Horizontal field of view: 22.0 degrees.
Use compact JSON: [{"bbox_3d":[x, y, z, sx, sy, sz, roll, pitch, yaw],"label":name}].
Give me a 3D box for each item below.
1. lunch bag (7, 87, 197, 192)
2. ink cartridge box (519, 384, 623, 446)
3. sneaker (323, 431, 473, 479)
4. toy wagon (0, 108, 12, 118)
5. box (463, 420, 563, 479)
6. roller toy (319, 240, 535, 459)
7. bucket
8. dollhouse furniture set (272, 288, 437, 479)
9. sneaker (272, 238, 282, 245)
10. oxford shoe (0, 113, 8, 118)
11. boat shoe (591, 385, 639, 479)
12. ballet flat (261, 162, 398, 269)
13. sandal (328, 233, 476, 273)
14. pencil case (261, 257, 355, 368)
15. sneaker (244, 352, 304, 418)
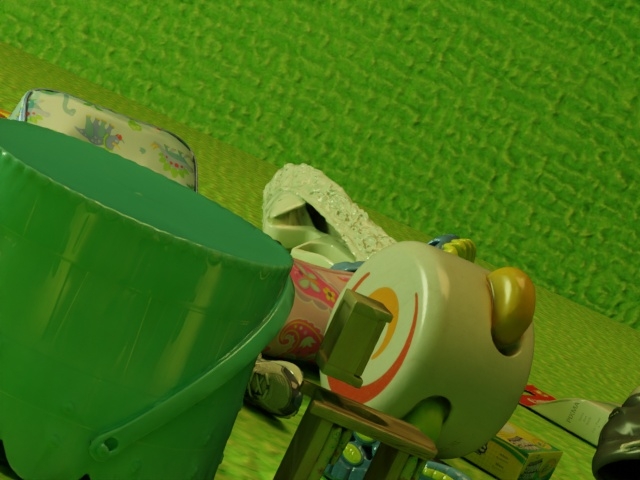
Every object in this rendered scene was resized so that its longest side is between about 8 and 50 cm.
[{"bbox_3d":[-0.240,-0.052,1.744,0.219,0.090,0.176,19,49,-29],"label":"lunch bag"},{"bbox_3d":[0.349,0.221,2.180,0.225,0.056,0.181,31,9,29],"label":"ink cartridge box"},{"bbox_3d":[0.061,0.195,1.370,0.188,0.067,0.078,27,-14,33],"label":"sneaker"},{"bbox_3d":[-0.360,-0.093,1.974,0.344,0.068,0.267,29,8,33],"label":"toy wagon"},{"bbox_3d":[0.173,0.206,1.711,0.179,0.043,0.105,30,9,27],"label":"box"},{"bbox_3d":[0.107,0.106,1.584,0.146,0.209,0.191,22,2,-29],"label":"roller toy"},{"bbox_3d":[-0.161,0.046,1.152,0.281,0.183,0.281,25,8,-4],"label":"bucket"},{"bbox_3d":[0.037,0.148,1.079,0.101,0.182,0.161,24,7,-13],"label":"dollhouse furniture set"},{"bbox_3d":[-0.177,0.043,1.469,0.300,0.121,0.111,7,5,31],"label":"sneaker"},{"bbox_3d":[-0.399,-0.083,1.724,0.271,0.097,0.098,2,58,-59],"label":"oxford shoe"},{"bbox_3d":[0.393,0.218,1.424,0.335,0.095,0.112,14,-43,36],"label":"boat shoe"},{"bbox_3d":[0.000,0.000,2.296,0.147,0.147,0.409,19,11,-39],"label":"ballet flat"},{"bbox_3d":[0.092,0.056,2.048,0.138,0.126,0.317,17,18,26],"label":"sandal"},{"bbox_3d":[-0.045,0.062,1.712,0.284,0.124,0.124,21,8,-39],"label":"pencil case"},{"bbox_3d":[-0.067,0.125,1.487,0.058,0.052,0.135,6,10,-39],"label":"sneaker"}]
